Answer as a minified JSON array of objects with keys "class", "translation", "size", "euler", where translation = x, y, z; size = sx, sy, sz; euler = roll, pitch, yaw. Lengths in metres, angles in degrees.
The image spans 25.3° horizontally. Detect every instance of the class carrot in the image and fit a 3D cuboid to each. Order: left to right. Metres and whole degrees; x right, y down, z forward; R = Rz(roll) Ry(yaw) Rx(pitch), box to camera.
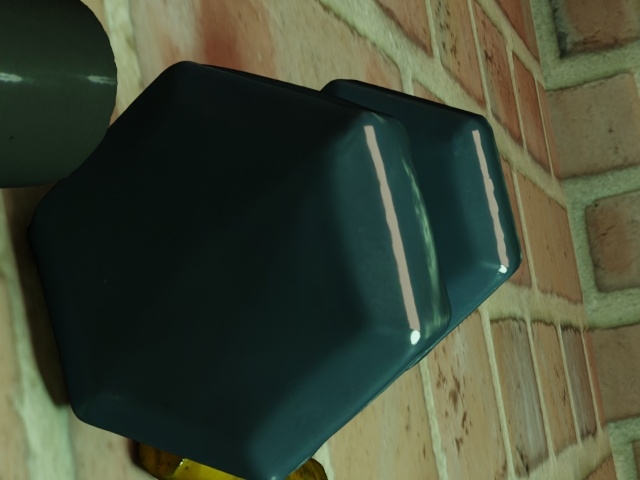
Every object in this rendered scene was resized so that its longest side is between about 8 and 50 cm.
[{"class":"carrot","translation":[-0.034,0.106,0.646],"size":[0.171,0.042,0.042],"euler":[42,40,-62]}]

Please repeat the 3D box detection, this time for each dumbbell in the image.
[{"class":"dumbbell","translation":[0.000,0.001,0.637],"size":[0.316,0.144,0.156],"euler":[-18,95,-75]}]

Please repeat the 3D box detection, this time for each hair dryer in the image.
[{"class":"hair dryer","translation":[-0.133,-0.134,0.412],"size":[0.114,0.071,0.248],"euler":[-18,93,-75]}]
